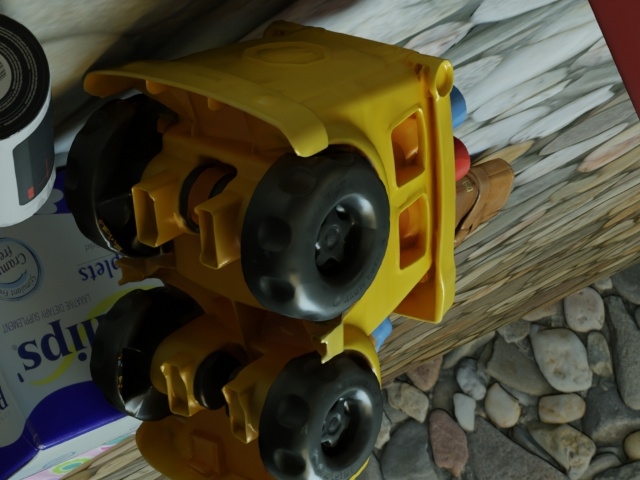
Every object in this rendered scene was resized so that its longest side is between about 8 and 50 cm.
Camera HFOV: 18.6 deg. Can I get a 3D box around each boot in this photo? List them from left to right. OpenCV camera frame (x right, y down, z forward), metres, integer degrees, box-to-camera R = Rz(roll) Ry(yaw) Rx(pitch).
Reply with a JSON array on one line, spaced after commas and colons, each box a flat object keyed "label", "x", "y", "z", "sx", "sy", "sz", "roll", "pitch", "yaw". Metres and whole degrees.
[{"label": "boot", "x": 0.076, "y": 0.001, "z": 1.692, "sx": 0.152, "sy": 0.073, "sz": 0.197, "roll": -28, "pitch": 175, "yaw": -32}]

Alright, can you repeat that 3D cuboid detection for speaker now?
[{"label": "speaker", "x": -0.137, "y": -0.047, "z": 0.805, "sx": 0.055, "sy": 0.055, "sz": 0.136, "roll": -26, "pitch": 171, "yaw": -12}]

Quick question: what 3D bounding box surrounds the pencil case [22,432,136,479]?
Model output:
[{"label": "pencil case", "x": -0.226, "y": 0.138, "z": 1.370, "sx": 0.284, "sy": 0.124, "sz": 0.124, "roll": -31, "pitch": 171, "yaw": 21}]

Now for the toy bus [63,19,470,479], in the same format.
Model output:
[{"label": "toy bus", "x": 0.000, "y": 0.000, "z": 0.959, "sx": 0.149, "sy": 0.220, "sz": 0.211, "roll": 17, "pitch": -149, "yaw": 37}]

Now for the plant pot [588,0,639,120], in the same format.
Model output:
[{"label": "plant pot", "x": 0.274, "y": -0.094, "z": 0.978, "sx": 0.275, "sy": 0.243, "sz": 0.275, "roll": -15, "pitch": 177, "yaw": -1}]

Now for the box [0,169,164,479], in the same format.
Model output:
[{"label": "box", "x": -0.141, "y": 0.042, "z": 1.025, "sx": 0.126, "sy": 0.137, "sz": 0.072, "roll": -21, "pitch": 168, "yaw": -41}]
